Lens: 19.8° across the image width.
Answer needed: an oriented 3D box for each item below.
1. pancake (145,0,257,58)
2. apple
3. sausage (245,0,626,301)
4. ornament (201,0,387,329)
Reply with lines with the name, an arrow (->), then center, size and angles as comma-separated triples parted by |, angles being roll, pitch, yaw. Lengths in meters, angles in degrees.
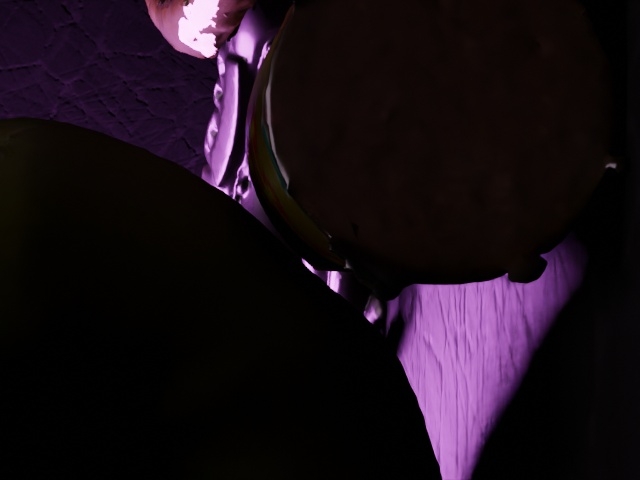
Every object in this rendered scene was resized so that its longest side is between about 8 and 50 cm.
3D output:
pancake -> -0.027, -0.269, 1.062 | 0.356, 0.065, 0.356 | -161, 90, -74
apple -> -0.146, 0.179, 0.788 | 0.473, 0.473, 0.474 | -178, 90, -84
sausage -> 0.024, -0.046, 0.738 | 0.317, 0.117, 0.125 | -179, 82, -84
ornament -> 0.000, 0.000, 1.112 | 0.251, 0.106, 0.260 | 101, 163, -48
